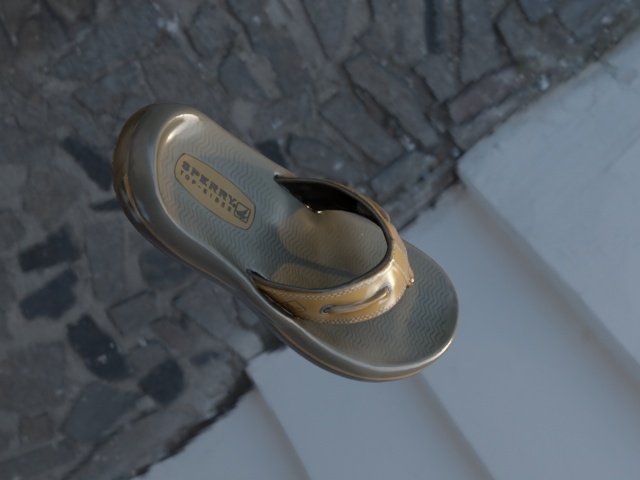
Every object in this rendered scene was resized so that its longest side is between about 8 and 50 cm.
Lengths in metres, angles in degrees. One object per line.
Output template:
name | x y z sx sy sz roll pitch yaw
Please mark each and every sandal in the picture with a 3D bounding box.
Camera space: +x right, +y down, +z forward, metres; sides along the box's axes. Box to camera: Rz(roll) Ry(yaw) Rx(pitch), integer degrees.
sandal | 0.000 0.000 0.595 0.060 0.090 0.219 -18 136 40
